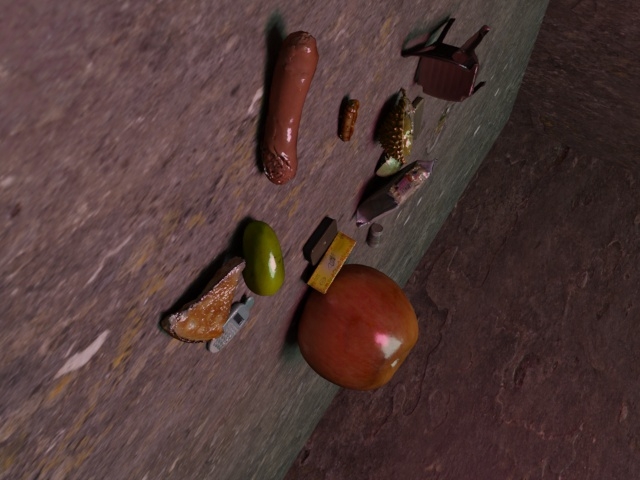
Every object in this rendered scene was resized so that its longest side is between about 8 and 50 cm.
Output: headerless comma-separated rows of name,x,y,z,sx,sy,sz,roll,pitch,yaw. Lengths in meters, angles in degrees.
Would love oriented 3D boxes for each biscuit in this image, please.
biscuit,0.237,-0.159,1.712,0.186,0.079,0.309,-25,-168,45

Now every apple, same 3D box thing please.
apple,0.118,0.285,1.736,0.391,0.346,0.391,-50,161,-23

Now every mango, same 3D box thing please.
mango,-0.119,0.043,1.099,0.163,0.089,0.117,84,-5,-48

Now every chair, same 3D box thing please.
chair,0.340,-0.458,1.469,0.326,0.175,0.183,-48,150,-43

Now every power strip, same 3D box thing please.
power strip,0.288,-0.365,1.707,0.076,0.028,0.169,-50,158,-30

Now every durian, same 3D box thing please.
durian,0.206,-0.316,1.474,0.146,0.102,0.208,29,68,-74

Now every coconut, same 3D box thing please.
coconut,0.228,-0.254,1.673,0.158,0.055,0.133,-50,161,-34

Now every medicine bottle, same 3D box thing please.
medicine bottle,0.196,-0.017,1.959,0.047,0.047,0.083,-46,158,-38

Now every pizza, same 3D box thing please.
pizza,-0.210,0.109,1.048,0.195,0.052,0.185,-55,155,-1

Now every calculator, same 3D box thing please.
calculator,-0.202,0.189,1.240,0.153,0.021,0.095,-55,162,-16

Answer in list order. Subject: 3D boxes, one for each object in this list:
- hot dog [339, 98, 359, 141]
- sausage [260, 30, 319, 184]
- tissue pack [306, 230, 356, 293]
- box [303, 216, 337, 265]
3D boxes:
hot dog,0.062,-0.271,1.234,0.122,0.036,0.049,104,11,-53
sausage,-0.057,-0.216,0.931,0.078,0.078,0.304,-44,157,-41
tissue pack,0.030,0.065,1.572,0.176,0.062,0.095,-59,-178,-7
box,0.000,0.000,1.481,0.126,0.031,0.091,-55,161,-18
